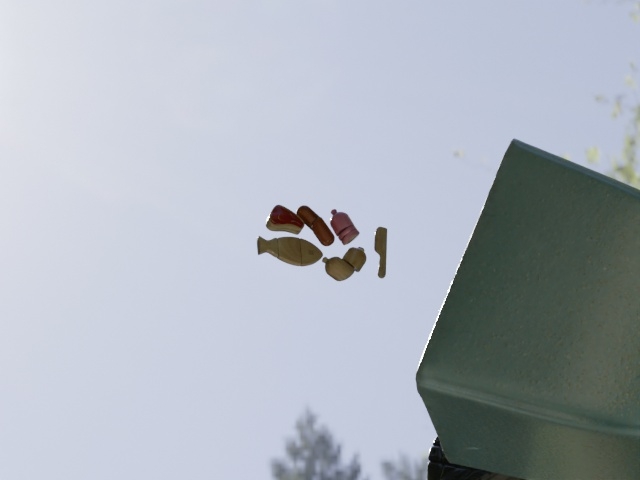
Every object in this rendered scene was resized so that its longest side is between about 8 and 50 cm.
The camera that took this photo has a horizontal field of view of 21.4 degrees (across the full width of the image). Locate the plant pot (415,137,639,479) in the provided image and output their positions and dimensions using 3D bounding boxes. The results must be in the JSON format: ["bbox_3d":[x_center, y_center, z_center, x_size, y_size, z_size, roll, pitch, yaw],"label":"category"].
[{"bbox_3d":[0.259,0.094,1.524,0.252,0.248,0.247,17,-20,20],"label":"plant pot"}]

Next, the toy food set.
[{"bbox_3d":[0.000,0.000,1.517,0.122,0.078,0.019,16,-38,-16],"label":"toy food set"}]

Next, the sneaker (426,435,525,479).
[{"bbox_3d":[0.154,0.282,1.738,0.109,0.286,0.130,11,-45,44],"label":"sneaker"}]
